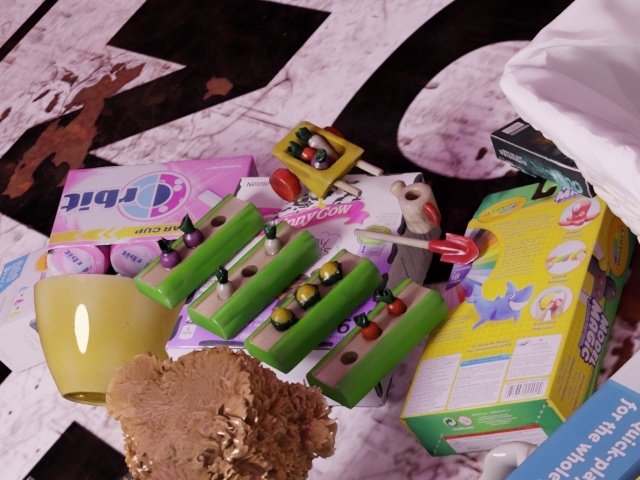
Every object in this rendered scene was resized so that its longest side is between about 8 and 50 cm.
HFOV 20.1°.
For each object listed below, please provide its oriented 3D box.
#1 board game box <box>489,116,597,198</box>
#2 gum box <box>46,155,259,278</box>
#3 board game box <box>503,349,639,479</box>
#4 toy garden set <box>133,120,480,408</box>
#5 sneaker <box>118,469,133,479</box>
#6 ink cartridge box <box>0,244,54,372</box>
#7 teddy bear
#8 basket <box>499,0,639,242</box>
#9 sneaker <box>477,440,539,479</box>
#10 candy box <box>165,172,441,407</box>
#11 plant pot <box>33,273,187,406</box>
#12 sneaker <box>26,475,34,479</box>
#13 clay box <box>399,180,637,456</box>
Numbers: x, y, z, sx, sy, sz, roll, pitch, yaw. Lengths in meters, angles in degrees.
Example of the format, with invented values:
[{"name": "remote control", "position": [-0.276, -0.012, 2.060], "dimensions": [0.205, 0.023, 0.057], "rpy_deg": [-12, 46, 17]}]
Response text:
[{"name": "board game box", "position": [0.237, -0.098, 1.356], "dimensions": [0.186, 0.026, 0.126], "rpy_deg": [-30, 28, -17]}, {"name": "gum box", "position": [-0.152, -0.014, 1.636], "dimensions": [0.188, 0.062, 0.107], "rpy_deg": [-4, 42, 12]}, {"name": "board game box", "position": [0.231, 0.197, 0.824], "dimensions": [0.336, 0.079, 0.254], "rpy_deg": [31, 58, 34]}, {"name": "toy garden set", "position": [0.000, 0.000, 1.363], "dimensions": [0.244, 0.049, 0.204], "rpy_deg": [25, 58, 41]}, {"name": "sneaker", "position": [-0.118, 0.229, 1.355], "dimensions": [0.132, 0.086, 0.228], "rpy_deg": [-38, 21, 15]}, {"name": "ink cartridge box", "position": [-0.230, 0.046, 1.713], "dimensions": [0.181, 0.061, 0.104], "rpy_deg": [-22, 36, 28]}, {"name": "teddy bear", "position": [-0.082, 0.232, 1.163], "dimensions": [0.245, 0.113, 0.338], "rpy_deg": [-18, 49, 2]}, {"name": "basket", "position": [0.343, -0.069, 1.025], "dimensions": [0.331, 0.266, 0.328], "rpy_deg": [-42, 31, -2]}, {"name": "sneaker", "position": [0.076, 0.218, 1.107], "dimensions": [0.090, 0.115, 0.232], "rpy_deg": [10, 58, 53]}, {"name": "candy box", "position": [-0.010, 0.036, 1.422], "dimensions": [0.165, 0.070, 0.196], "rpy_deg": [-1, 43, 23]}, {"name": "plant pot", "position": [-0.186, 0.092, 1.565], "dimensions": [0.134, 0.134, 0.095], "rpy_deg": [-11, 68, 40]}, {"name": "sneaker", "position": [-0.250, 0.228, 1.531], "dimensions": [0.098, 0.038, 0.069], "rpy_deg": [-19, 38, 32]}, {"name": "clay box", "position": [0.149, 0.048, 1.299], "dimensions": [0.127, 0.053, 0.222], "rpy_deg": [-12, 40, 38]}]
